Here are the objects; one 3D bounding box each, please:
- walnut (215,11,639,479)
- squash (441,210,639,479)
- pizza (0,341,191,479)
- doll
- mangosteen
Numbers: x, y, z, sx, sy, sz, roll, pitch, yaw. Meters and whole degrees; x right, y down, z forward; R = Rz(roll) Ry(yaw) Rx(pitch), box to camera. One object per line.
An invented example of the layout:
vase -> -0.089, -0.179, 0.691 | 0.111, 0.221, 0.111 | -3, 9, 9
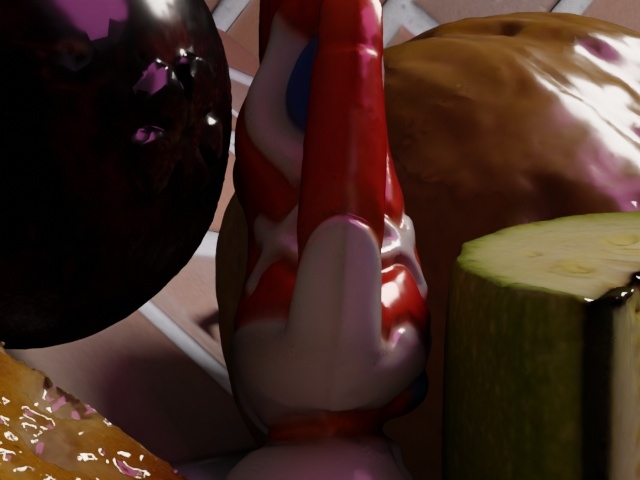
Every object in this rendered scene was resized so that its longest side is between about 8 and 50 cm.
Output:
walnut -> 0.135, 0.048, 0.852 | 0.398, 0.308, 0.354 | 40, 12, 20
squash -> 0.095, 0.125, 0.634 | 0.093, 0.252, 0.169 | 4, 13, 25
pizza -> -0.114, 0.083, 0.492 | 0.197, 0.058, 0.292 | 21, 18, -39
doll -> 0.000, 0.000, 0.635 | 0.099, 0.384, 0.188 | 3, -22, -2
mangosteen -> -0.137, -0.051, 0.694 | 0.210, 0.210, 0.210 | 37, 9, -7
